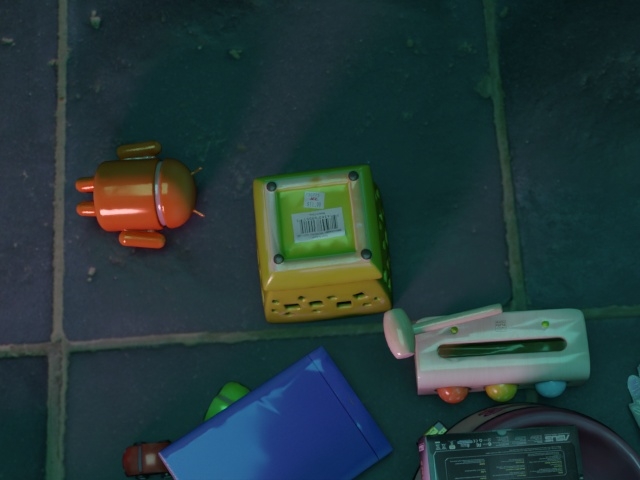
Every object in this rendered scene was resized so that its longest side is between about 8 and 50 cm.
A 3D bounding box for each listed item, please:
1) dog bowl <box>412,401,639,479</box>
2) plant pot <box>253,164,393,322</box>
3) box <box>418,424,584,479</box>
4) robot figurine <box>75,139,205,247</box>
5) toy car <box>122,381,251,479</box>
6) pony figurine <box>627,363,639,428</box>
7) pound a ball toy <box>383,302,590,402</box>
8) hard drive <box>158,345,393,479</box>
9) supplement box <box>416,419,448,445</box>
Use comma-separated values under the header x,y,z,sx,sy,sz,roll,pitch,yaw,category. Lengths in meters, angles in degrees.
x,y,z,sx,sy,sz,roll,pitch,yaw,category
0.340,0.438,1.708,0.408,0.150,0.408,1,73,-5,dog bowl
0.000,0.000,1.867,0.228,0.207,0.227,-6,73,2,plant pot
0.265,0.365,1.616,0.231,0.056,0.183,-4,75,-6,box
-0.312,-0.078,1.958,0.219,0.128,0.158,-3,52,5,robot figurine
-0.189,0.334,1.861,0.239,0.053,0.225,26,77,11,toy car
0.647,0.289,1.692,0.303,0.363,0.351,-14,57,8,pony figurine
0.264,0.185,1.790,0.319,0.208,0.135,-4,73,3,pound a ball toy
-0.071,0.343,1.817,0.319,0.040,0.210,-32,80,-16,hard drive
0.204,0.342,1.833,0.055,0.043,0.083,-43,74,-8,supplement box
